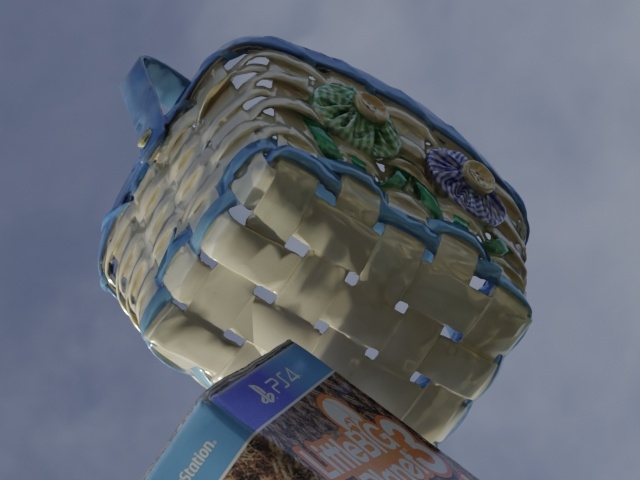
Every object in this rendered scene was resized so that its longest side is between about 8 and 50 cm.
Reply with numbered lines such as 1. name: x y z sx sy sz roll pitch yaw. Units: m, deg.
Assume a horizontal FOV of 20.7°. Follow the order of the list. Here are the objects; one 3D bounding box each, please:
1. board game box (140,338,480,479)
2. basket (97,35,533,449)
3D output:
1. board game box: 0.019 0.229 0.776 0.291 0.141 0.232 36 -77 8
2. basket: 0.000 0.000 1.029 0.254 0.289 0.201 31 -81 -19
